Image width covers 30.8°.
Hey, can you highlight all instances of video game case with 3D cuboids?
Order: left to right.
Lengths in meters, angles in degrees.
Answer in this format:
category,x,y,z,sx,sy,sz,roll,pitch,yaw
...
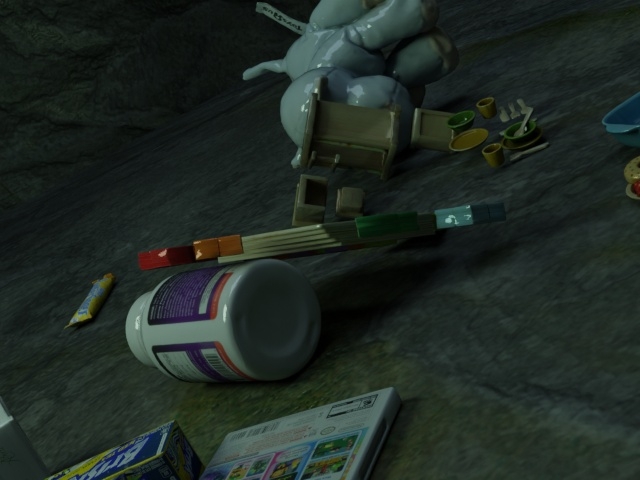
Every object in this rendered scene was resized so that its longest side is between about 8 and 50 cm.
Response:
category,x,y,z,sx,sy,sz,roll,pitch,yaw
video game case,-0.028,0.169,0.842,0.157,0.019,0.143,-20,18,27

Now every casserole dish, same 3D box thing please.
category,x,y,z,sx,sy,sz,roll,pitch,yaw
casserole dish,0.356,-0.137,1.101,0.188,0.037,0.114,-33,16,-13

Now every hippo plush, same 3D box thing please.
category,x,y,z,sx,sy,sz,roll,pitch,yaw
hippo plush,0.035,-0.229,1.541,0.294,0.234,0.236,14,36,0

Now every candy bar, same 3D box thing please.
category,x,y,z,sx,sy,sz,roll,pitch,yaw
candy bar,-0.314,0.084,1.601,0.040,0.018,0.161,-25,17,12

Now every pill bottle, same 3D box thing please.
category,x,y,z,sx,sy,sz,roll,pitch,yaw
pill bottle,-0.098,0.078,1.080,0.194,0.108,0.108,-9,25,50

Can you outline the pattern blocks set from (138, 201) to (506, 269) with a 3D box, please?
category,x,y,z,sx,sy,sz,roll,pitch,yaw
pattern blocks set,0.000,0.000,1.100,0.286,0.026,0.325,-7,-1,-31

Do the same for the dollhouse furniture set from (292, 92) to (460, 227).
category,x,y,z,sx,sy,sz,roll,pitch,yaw
dollhouse furniture set,0.064,-0.072,1.400,0.182,0.160,0.101,8,-24,-3

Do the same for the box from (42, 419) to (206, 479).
category,x,y,z,sx,sy,sz,roll,pitch,yaw
box,-0.177,0.206,0.913,0.169,0.054,0.059,-26,15,11

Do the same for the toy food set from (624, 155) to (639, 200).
category,x,y,z,sx,sy,sz,roll,pitch,yaw
toy food set,0.298,-0.060,0.988,0.083,0.020,0.083,-21,17,25

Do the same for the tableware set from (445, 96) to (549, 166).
category,x,y,z,sx,sy,sz,roll,pitch,yaw
tableware set,0.193,-0.126,1.311,0.104,0.024,0.154,-21,27,8

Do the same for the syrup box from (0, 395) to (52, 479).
category,x,y,z,sx,sy,sz,roll,pitch,yaw
syrup box,-0.356,0.247,1.020,0.237,0.096,0.093,-32,16,-16
